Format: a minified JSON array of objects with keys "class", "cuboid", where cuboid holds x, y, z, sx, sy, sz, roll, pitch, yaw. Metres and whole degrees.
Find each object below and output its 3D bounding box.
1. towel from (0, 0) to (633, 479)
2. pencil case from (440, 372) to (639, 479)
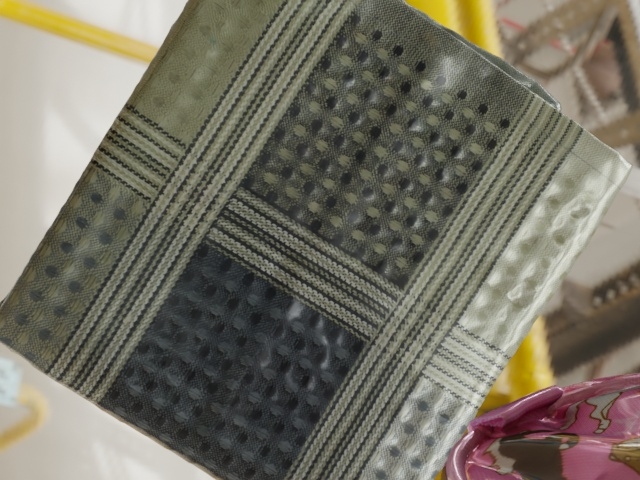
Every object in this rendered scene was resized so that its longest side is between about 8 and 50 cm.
[{"class":"towel","cuboid":[0.000,0.000,1.075,0.324,0.312,0.056,-57,-163,0]},{"class":"pencil case","cuboid":[0.168,0.242,0.808,0.160,0.386,0.167,-7,-151,15]}]
